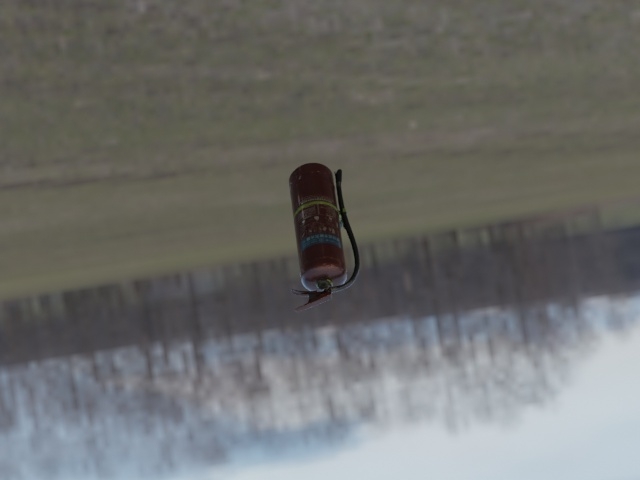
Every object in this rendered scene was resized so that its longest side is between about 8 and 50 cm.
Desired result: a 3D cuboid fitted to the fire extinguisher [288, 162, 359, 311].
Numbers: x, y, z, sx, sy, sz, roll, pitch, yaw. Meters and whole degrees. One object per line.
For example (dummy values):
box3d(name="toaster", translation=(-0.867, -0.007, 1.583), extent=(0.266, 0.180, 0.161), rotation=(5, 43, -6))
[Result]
box3d(name="fire extinguisher", translation=(0.000, 0.000, 1.513), extent=(0.056, 0.132, 0.039), rotation=(-9, 140, 1))
